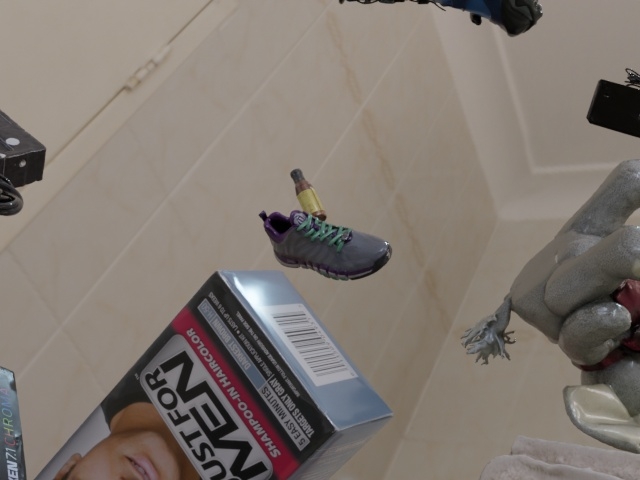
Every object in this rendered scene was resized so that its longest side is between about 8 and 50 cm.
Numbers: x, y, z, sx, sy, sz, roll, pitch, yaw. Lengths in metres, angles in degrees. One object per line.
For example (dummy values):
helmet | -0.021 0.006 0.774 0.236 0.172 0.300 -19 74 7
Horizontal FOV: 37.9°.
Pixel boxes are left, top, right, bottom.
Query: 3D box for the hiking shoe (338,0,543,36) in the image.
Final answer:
hiking shoe | 0.074 -0.272 0.884 0.304 0.113 0.132 29 -58 -23

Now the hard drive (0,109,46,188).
hard drive | -0.559 -0.117 1.185 0.237 0.339 0.064 36 -55 26

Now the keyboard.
keyboard | 0.532 -0.214 1.505 0.192 0.038 0.100 16 -74 -2

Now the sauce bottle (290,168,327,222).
sauce bottle | -0.027 -0.091 1.904 0.128 0.042 0.042 66 -30 30

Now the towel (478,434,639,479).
towel | 0.136 0.245 0.484 0.187 0.282 0.049 -4 -30 45

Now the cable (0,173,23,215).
cable | -0.388 -0.068 0.990 0.151 0.047 0.184 23 3 32

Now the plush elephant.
plush elephant | 0.376 0.114 1.169 0.255 0.272 0.330 41 -65 -5

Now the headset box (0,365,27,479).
headset box | -0.473 0.221 0.999 0.131 0.246 0.283 -37 -43 16

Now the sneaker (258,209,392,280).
sneaker | 0.000 0.000 1.430 0.224 0.083 0.098 3 -41 37

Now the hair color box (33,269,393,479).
hair color box | -0.129 0.220 0.902 0.374 0.114 0.185 -48 -114 21
